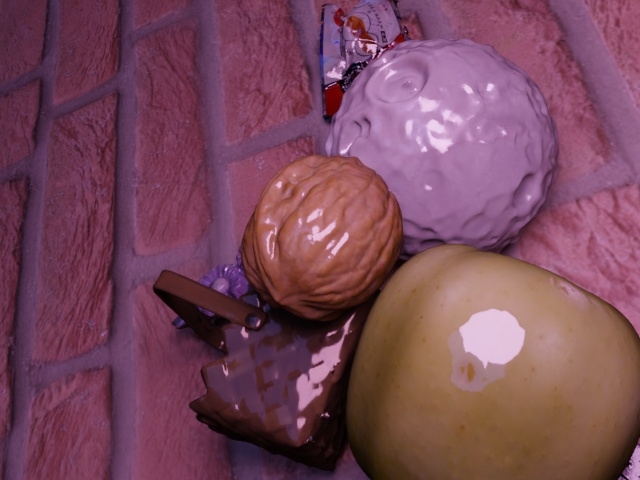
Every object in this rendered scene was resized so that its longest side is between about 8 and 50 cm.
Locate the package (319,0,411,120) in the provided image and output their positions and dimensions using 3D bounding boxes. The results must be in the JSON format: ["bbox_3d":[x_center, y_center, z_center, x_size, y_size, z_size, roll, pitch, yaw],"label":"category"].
[{"bbox_3d":[0.082,-0.362,1.305,0.193,0.071,0.270,-17,72,21],"label":"package"}]

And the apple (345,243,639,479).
[{"bbox_3d":[0.198,0.179,0.805,0.357,0.357,0.358,-11,61,21],"label":"apple"}]

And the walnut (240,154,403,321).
[{"bbox_3d":[0.000,0.000,0.836,0.213,0.213,0.213,-11,61,21],"label":"walnut"}]

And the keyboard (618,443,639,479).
[{"bbox_3d":[0.400,0.297,0.845,0.060,0.018,0.195,-41,55,-6],"label":"keyboard"}]

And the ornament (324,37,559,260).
[{"bbox_3d":[0.169,-0.130,0.993,0.336,0.337,0.337,-11,61,21],"label":"ornament"}]

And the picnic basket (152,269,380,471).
[{"bbox_3d":[-0.075,0.152,1.007,0.320,0.254,0.291,19,69,25],"label":"picnic basket"}]

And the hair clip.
[{"bbox_3d":[-0.135,0.064,1.191,0.292,0.084,0.106,-45,44,-4],"label":"hair clip"}]
